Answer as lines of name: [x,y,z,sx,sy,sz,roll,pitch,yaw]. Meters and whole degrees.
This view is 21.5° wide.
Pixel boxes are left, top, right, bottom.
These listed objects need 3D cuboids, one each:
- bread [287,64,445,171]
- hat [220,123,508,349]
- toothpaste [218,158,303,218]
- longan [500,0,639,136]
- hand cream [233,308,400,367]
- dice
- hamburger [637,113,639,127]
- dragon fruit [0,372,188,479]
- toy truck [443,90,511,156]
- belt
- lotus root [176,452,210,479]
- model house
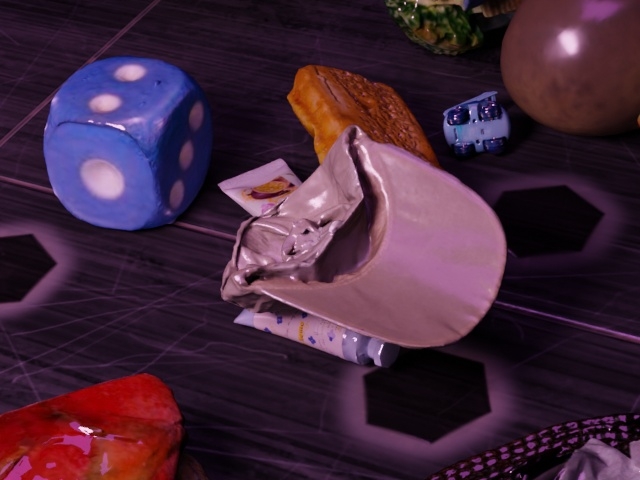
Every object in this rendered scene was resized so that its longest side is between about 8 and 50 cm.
bread: [0.048,-0.090,1.761,0.139,0.077,0.271,11,31,-27]
hat: [0.034,0.027,1.574,0.245,0.149,0.214,36,61,6]
toothpaste: [0.000,0.000,1.708,0.058,0.056,0.314,21,15,-41]
longan: [0.303,-0.206,1.801,0.220,0.196,0.196,-9,36,-22]
hand cream: [-0.001,0.080,1.606,0.171,0.043,0.065,20,56,34]
dice: [-0.204,-0.106,1.795,0.143,0.146,0.146,12,42,21]
hamburger: [0.435,-0.106,1.685,0.237,0.149,0.237,1,43,-1]
dragon fruit: [-0.271,0.230,1.387,0.344,0.100,0.282,-21,45,-1]
toy truck: [0.173,-0.133,1.843,0.073,0.056,0.090,-6,25,12]
belt: [0.166,0.236,1.283,0.289,0.164,0.184,-24,32,-19]
lotus root: [-0.122,0.213,1.455,0.054,0.049,0.099,-19,33,-12]
model house: [0.196,-0.308,1.898,0.214,0.195,0.189,-25,18,-29]
